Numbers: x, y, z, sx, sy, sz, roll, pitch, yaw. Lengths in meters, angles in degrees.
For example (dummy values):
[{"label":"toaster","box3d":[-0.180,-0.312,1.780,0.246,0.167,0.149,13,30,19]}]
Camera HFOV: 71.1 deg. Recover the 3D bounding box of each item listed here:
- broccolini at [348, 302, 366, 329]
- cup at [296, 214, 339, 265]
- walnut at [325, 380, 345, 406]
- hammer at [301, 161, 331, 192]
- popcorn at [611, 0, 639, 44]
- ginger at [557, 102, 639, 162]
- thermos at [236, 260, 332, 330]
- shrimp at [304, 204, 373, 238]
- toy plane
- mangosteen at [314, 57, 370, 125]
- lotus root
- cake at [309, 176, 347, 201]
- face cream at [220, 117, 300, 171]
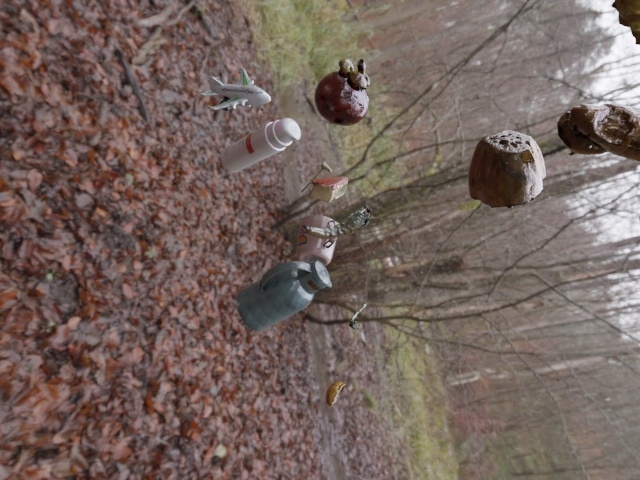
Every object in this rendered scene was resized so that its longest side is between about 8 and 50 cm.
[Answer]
[{"label":"broccolini","box3d":[0.168,0.350,2.090,0.194,0.052,0.054,-57,136,-55]},{"label":"cup","box3d":[0.000,0.000,2.170,0.191,0.252,0.201,27,58,-30]},{"label":"walnut","box3d":[0.052,0.607,1.790,0.121,0.052,0.091,-34,146,-53]},{"label":"hammer","box3d":[-0.024,-0.305,2.258,0.060,0.195,0.028,43,22,-4]},{"label":"popcorn","box3d":[0.900,-0.673,1.225,0.233,0.192,0.266,-76,152,-42]},{"label":"ginger","box3d":[1.032,-0.368,1.562,0.254,0.418,0.176,19,85,-86]},{"label":"thermos","box3d":[-0.114,0.146,1.330,0.182,0.286,0.145,38,30,-41]},{"label":"shrimp","box3d":[0.066,-0.060,1.868,0.185,0.286,0.068,103,-25,-66]},{"label":"toy plane","box3d":[-0.298,-0.533,1.636,0.101,0.255,0.251,92,18,-55]},{"label":"mangosteen","box3d":[0.094,-0.565,1.691,0.215,0.215,0.258,-84,-163,-57]},{"label":"lotus root","box3d":[0.767,-0.299,1.796,0.316,0.316,0.250,-84,161,-56]},{"label":"cake","box3d":[0.028,-0.221,1.853,0.220,0.116,0.086,-46,152,-64]},{"label":"face cream","box3d":[-0.206,-0.327,1.529,0.102,0.345,0.102,16,67,-43]}]
